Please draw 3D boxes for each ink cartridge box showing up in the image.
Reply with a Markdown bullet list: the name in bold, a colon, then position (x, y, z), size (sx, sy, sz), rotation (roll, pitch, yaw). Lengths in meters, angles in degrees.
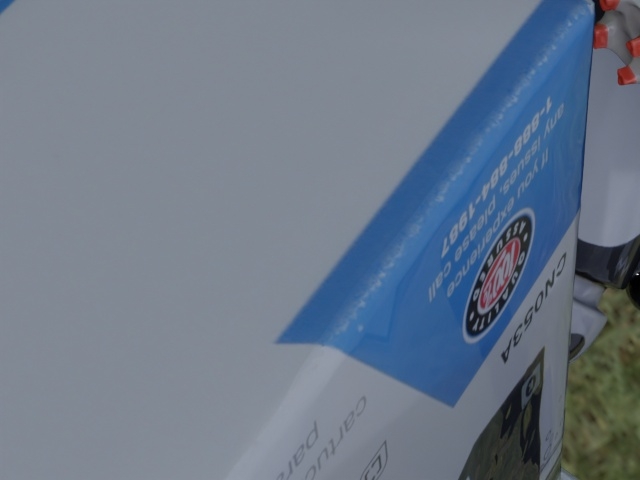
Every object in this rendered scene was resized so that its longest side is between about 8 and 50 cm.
- **ink cartridge box**: position (-0.036, 0.093, 0.484), size (0.223, 0.129, 0.307), rotation (-52, 154, -32)

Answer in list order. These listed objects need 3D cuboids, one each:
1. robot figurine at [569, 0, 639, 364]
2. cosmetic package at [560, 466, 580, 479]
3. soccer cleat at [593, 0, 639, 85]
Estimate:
- **robot figurine**: position (0.107, -0.061, 0.940), size (0.278, 0.209, 0.173), rotation (-65, 154, 3)
- **cosmetic package**: position (-0.063, 0.243, 0.872), size (0.327, 0.329, 0.394), rotation (35, 81, -1)
- **soccer cleat**: position (0.185, -0.046, 0.764), size (0.076, 0.196, 0.068), rotation (-20, 158, -12)
